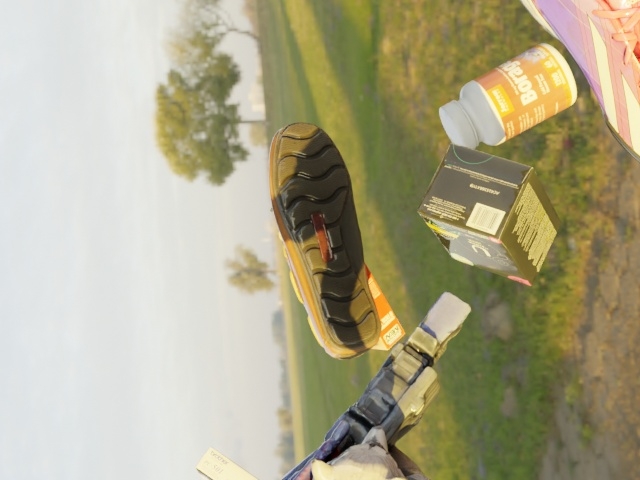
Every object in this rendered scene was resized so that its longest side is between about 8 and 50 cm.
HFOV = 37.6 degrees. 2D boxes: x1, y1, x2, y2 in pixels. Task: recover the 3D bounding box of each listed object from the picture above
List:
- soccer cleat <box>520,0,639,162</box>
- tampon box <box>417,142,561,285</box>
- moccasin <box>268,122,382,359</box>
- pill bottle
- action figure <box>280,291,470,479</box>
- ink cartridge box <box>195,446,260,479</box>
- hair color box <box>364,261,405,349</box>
[{"bbox_3d":[0.278,-0.171,0.814,0.318,0.108,0.116,55,179,11],"label":"soccer cleat"},{"bbox_3d":[0.216,-0.030,1.191,0.101,0.120,0.161,-62,-34,-11],"label":"tampon box"},{"bbox_3d":[0.003,-0.001,1.471,0.147,0.139,0.380,128,123,-72],"label":"moccasin"},{"bbox_3d":[0.320,-0.239,1.619,0.121,0.216,0.121,61,177,5],"label":"pill bottle"},{"bbox_3d":[0.075,0.227,0.778,0.341,0.178,0.330,-52,-31,-13],"label":"action figure"},{"bbox_3d":[-0.107,0.426,1.551,0.046,0.207,0.097,-53,-17,-22],"label":"ink cartridge box"},{"bbox_3d":[0.069,0.111,1.657,0.093,0.053,0.167,-6,119,56],"label":"hair color box"}]
